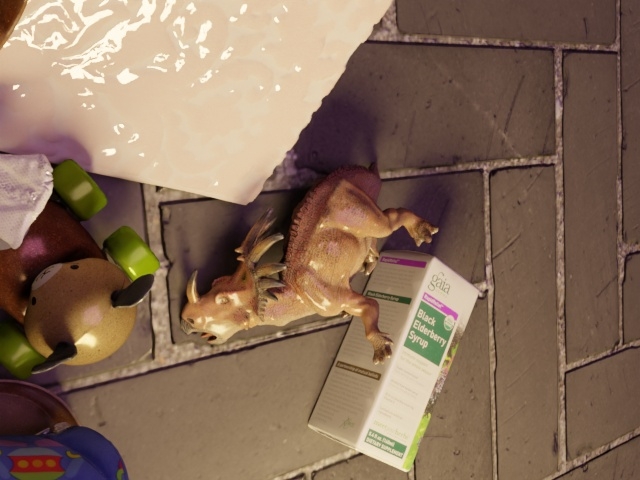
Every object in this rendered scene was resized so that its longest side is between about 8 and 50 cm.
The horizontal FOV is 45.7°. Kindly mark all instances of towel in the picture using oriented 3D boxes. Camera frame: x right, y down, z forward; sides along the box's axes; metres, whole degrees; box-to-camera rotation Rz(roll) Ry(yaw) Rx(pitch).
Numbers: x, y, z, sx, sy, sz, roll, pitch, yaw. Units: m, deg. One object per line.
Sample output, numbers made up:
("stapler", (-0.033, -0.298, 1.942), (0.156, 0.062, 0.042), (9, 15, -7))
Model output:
("towel", (-0.111, -0.184, 0.625), (0.317, 0.053, 0.331), (12, 128, -40))

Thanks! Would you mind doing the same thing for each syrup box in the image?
("syrup box", (0.089, 0.137, 0.901), (0.093, 0.096, 0.236), (34, 75, -35))

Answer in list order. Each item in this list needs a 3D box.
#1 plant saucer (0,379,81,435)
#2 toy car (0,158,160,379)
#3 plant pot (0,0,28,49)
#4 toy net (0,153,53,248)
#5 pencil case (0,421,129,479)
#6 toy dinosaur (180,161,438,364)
("plant saucer", (-0.288, 0.201, 0.656), (0.169, 0.029, 0.168), (-4, 97, -36))
("toy car", (-0.200, 0.040, 0.593), (0.155, 0.188, 0.149), (-42, 119, -15))
("plant pot", (-0.332, -0.215, 0.453), (0.230, 0.215, 0.215), (40, 62, 15))
("toy net", (-0.306, -0.009, 0.565), (0.232, 0.045, 0.122), (-30, 84, -4))
("pencil case", (-0.292, 0.195, 0.559), (0.306, 0.119, 0.133), (11, 46, -37))
("toy dinosaur", (0.000, 0.000, 0.810), (0.200, 0.127, 0.295), (38, 65, -27))
